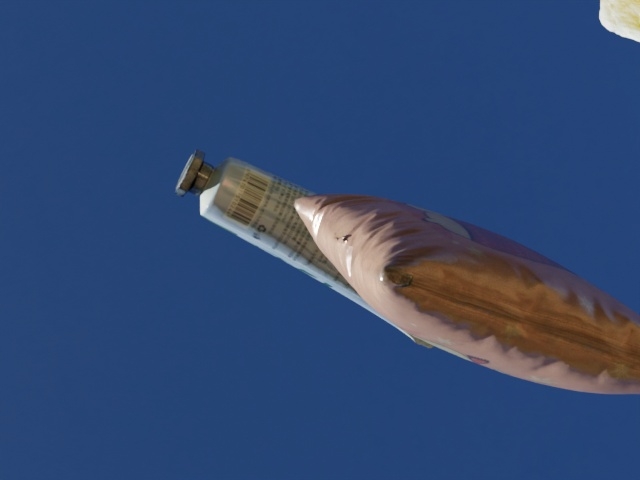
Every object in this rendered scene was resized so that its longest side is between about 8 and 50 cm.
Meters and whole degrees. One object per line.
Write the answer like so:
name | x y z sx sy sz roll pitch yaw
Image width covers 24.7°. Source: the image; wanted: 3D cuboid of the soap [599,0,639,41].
soap | 0.339 -0.246 1.056 0.274 0.173 0.089 -38 -59 -14

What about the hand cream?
hand cream | 0.000 0.000 1.301 0.271 0.058 0.091 26 -98 -9

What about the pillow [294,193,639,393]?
pillow | 0.104 0.035 0.968 0.223 0.236 0.084 22 -89 -20
